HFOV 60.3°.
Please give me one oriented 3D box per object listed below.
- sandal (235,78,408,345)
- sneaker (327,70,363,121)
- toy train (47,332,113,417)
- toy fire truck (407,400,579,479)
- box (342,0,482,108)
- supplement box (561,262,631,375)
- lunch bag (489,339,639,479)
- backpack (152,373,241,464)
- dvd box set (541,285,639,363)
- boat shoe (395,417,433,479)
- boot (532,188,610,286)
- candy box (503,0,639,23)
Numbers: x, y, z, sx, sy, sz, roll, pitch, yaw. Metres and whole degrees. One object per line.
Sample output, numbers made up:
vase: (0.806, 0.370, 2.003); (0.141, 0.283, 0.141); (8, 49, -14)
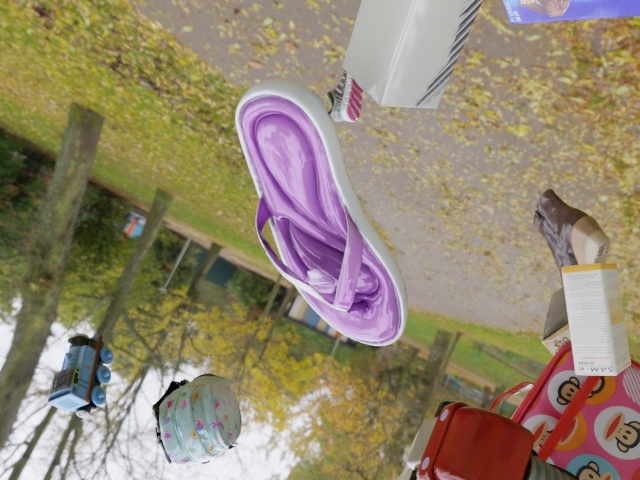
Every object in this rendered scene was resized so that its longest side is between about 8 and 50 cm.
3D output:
sandal: (-0.013, 0.002, 0.718); (0.169, 0.102, 0.416); (-6, 123, 34)
sneaker: (0.052, -0.327, 1.201); (0.075, 0.170, 0.063); (-7, 154, 36)
toy train: (-0.503, 0.279, 1.169); (0.080, 0.184, 0.105); (-21, 135, 14)
toy fire truck: (0.221, 0.270, 0.553); (0.217, 0.158, 0.246); (33, 152, -3)
box: (0.122, -0.298, 0.625); (0.094, 0.275, 0.113); (-5, -137, -28)
supplement box: (0.255, 0.071, 0.510); (0.036, 0.098, 0.062); (-10, 171, 39)
lunch bag: (0.353, 0.289, 0.744); (0.258, 0.293, 0.120); (32, 175, 32)
backpack: (-0.193, 0.286, 0.890); (0.151, 0.115, 0.182); (65, -178, 10)
dvd box set: (0.562, 0.273, 0.955); (0.420, 0.062, 0.308); (50, -154, 10)
boat shoe: (0.239, 0.575, 1.231); (0.123, 0.341, 0.123); (19, -174, -19)
boot: (0.588, 0.023, 1.323); (0.207, 0.090, 0.248); (-119, 20, -48)
candy box: (0.401, -0.476, 0.825); (0.317, 0.122, 0.268); (27, 156, 55)
